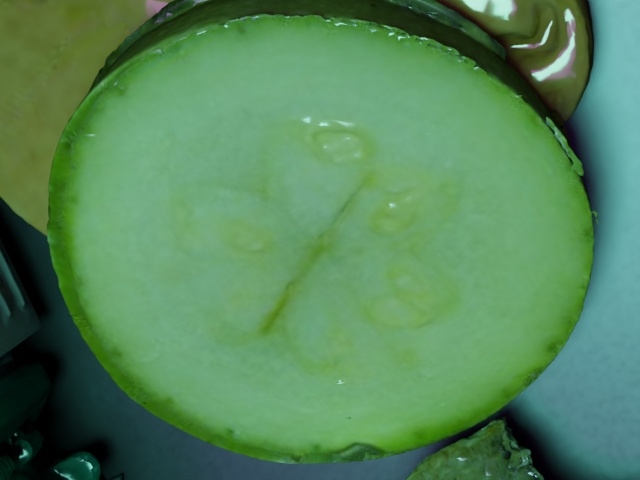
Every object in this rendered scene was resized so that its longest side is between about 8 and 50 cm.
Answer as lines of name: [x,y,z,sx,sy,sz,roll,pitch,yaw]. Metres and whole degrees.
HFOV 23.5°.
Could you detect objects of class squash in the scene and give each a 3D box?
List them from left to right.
squash: [-0.001,0.002,0.613,0.219,0.041,0.219,3,121,5]

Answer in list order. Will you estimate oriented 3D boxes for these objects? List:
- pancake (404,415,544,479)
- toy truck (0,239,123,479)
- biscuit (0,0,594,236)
pancake: [0.123,0.186,0.615,0.253,0.037,0.254,-1,81,8]
toy truck: [-0.170,0.142,0.674,0.178,0.176,0.363,-27,95,11]
biscuit: [-0.017,-0.132,0.621,0.355,0.052,0.275,-37,90,20]
